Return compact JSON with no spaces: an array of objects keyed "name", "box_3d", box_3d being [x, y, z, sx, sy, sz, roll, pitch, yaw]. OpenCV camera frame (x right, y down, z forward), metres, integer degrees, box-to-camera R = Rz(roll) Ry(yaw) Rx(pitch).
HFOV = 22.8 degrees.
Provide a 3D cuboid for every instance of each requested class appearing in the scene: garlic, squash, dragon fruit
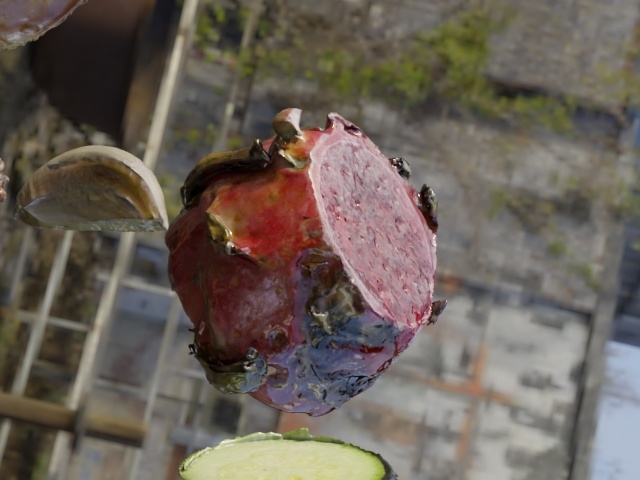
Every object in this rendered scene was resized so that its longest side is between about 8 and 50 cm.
[{"name":"garlic","box_3d":[-0.276,-0.065,1.920,0.087,0.196,0.101,76,18,-74]},{"name":"squash","box_3d":[-0.033,0.274,1.584,0.220,0.220,0.133,-81,172,-69]},{"name":"dragon fruit","box_3d":[0.000,0.000,1.174,0.147,0.211,0.282,-39,-169,33]}]

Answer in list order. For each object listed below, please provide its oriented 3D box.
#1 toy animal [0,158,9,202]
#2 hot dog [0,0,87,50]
[{"name":"toy animal","box_3d":[-0.379,-0.103,1.291,0.066,0.224,0.230,-55,162,13]},{"name":"hot dog","box_3d":[-0.234,-0.208,1.063,0.153,0.257,0.150,69,8,-49]}]
